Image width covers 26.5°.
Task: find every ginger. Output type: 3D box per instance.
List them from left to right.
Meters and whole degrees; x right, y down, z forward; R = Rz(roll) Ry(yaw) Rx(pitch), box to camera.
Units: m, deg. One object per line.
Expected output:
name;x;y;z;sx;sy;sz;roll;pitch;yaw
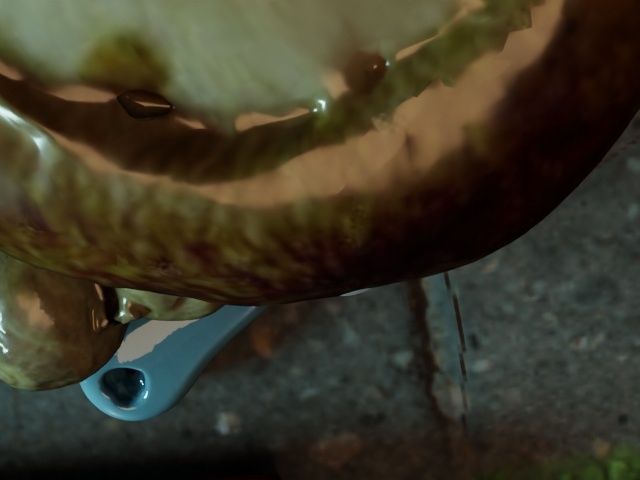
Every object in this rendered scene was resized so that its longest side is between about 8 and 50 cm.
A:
ginger;-0.049;-0.011;0.525;0.204;0.104;0.080;-26;137;8

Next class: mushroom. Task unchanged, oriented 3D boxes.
mushroom;-0.038;-0.155;0.359;0.346;0.259;0.345;0;93;5

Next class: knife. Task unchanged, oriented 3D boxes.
knife;0.001;0.002;0.580;0.244;0.032;0.058;-33;108;8

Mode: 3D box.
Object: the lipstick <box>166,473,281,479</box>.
lipstick;-0.151;0.147;0.614;0.280;0.073;0.073;-4;115;1
